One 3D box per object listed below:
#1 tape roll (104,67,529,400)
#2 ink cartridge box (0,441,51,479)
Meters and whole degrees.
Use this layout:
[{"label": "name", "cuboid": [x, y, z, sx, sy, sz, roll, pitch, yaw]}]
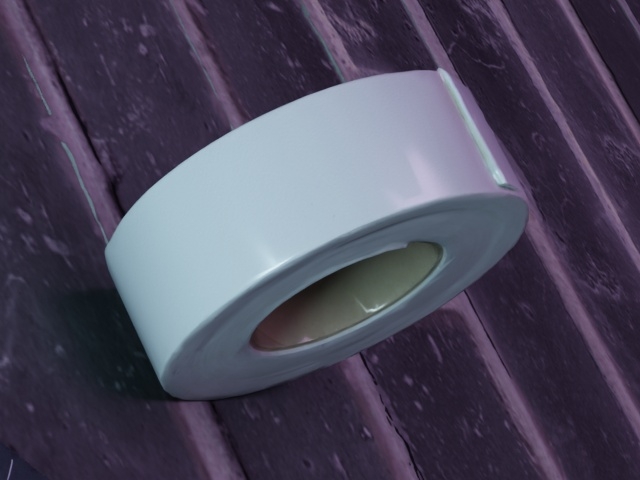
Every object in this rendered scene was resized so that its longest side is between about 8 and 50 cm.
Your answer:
[{"label": "tape roll", "cuboid": [0.000, 0.000, 1.347, 0.286, 0.286, 0.100, 6, 53, -57]}, {"label": "ink cartridge box", "cuboid": [-0.173, 0.203, 1.064, 0.332, 0.065, 0.165, 40, 29, -25]}]
